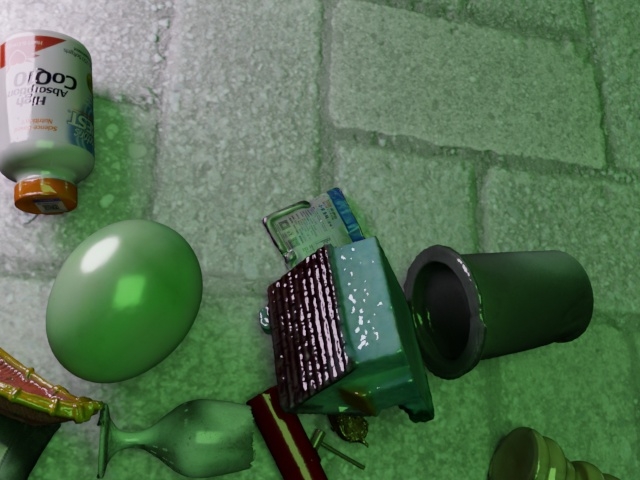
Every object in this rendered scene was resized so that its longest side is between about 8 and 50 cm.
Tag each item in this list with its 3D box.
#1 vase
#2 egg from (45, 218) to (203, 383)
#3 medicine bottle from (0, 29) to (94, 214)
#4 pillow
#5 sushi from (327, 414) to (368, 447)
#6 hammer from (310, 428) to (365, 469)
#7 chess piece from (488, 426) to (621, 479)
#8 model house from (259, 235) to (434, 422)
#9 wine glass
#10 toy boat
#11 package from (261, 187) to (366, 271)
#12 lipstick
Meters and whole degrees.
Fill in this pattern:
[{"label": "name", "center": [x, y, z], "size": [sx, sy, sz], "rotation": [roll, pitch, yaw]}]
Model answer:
[{"label": "vase", "center": [0.332, 0.120, 1.318], "size": [0.291, 0.245, 0.245], "rotation": [-3, 74, -26]}, {"label": "egg", "center": [-0.306, 0.095, 1.125], "size": [0.220, 0.220, 0.270], "rotation": [29, 73, -6]}, {"label": "medicine bottle", "center": [-0.463, -0.193, 1.205], "size": [0.157, 0.157, 0.289], "rotation": [-2, 74, -17]}, {"label": "pillow", "center": [-0.531, 0.302, 1.048], "size": [0.249, 0.106, 0.186], "rotation": [24, 39, -10]}, {"label": "sushi", "center": [0.047, 0.310, 1.248], "size": [0.118, 0.060, 0.061], "rotation": [46, 62, 0]}, {"label": "hammer", "center": [0.032, 0.371, 1.248], "size": [0.110, 0.019, 0.036], "rotation": [32, 67, -7]}, {"label": "chess piece", "center": [0.448, 0.450, 1.294], "size": [0.260, 0.142, 0.143], "rotation": [27, 67, -15]}, {"label": "model house", "center": [0.029, 0.182, 1.208], "size": [0.248, 0.230, 0.281], "rotation": [-19, 48, 11]}, {"label": "wine glass", "center": [-0.228, 0.314, 1.132], "size": [0.241, 0.126, 0.127], "rotation": [3, 72, -13]}, {"label": "toy boat", "center": [-0.476, 0.200, 1.084], "size": [0.318, 0.141, 0.099], "rotation": [32, 93, 12]}, {"label": "package", "center": [0.000, 0.000, 1.352], "size": [0.173, 0.027, 0.171], "rotation": [-23, 77, -21]}, {"label": "lipstick", "center": [-0.034, 0.380, 1.197], "size": [0.073, 0.073, 0.280], "rotation": [-24, 81, -22]}]
